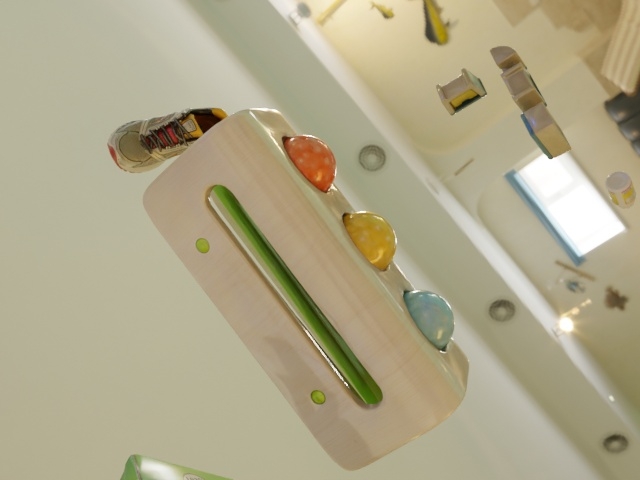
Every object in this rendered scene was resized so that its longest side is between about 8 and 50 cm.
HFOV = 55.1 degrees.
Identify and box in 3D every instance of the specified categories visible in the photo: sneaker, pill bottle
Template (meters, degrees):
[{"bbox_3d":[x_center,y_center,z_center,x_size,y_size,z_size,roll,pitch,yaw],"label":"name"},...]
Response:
[{"bbox_3d":[-0.251,-0.181,1.028,0.225,0.093,0.088,-30,-82,-39],"label":"sneaker"},{"bbox_3d":[0.563,-0.091,1.145,0.083,0.043,0.043,39,-155,-47],"label":"pill bottle"}]

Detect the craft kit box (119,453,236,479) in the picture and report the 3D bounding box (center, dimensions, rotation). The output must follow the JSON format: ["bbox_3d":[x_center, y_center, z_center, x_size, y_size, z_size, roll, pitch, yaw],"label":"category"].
[{"bbox_3d":[-0.067,0.299,0.431,0.250,0.246,0.061,26,177,-26],"label":"craft kit box"}]

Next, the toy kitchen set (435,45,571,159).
[{"bbox_3d":[0.339,-0.232,1.157,0.122,0.166,0.207,24,-136,-51],"label":"toy kitchen set"}]

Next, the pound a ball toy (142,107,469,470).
[{"bbox_3d":[0.000,0.000,0.543,0.319,0.136,0.208,54,-161,1],"label":"pound a ball toy"}]
